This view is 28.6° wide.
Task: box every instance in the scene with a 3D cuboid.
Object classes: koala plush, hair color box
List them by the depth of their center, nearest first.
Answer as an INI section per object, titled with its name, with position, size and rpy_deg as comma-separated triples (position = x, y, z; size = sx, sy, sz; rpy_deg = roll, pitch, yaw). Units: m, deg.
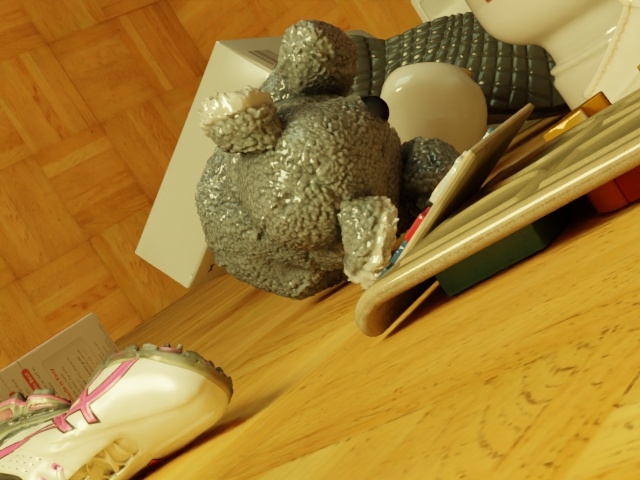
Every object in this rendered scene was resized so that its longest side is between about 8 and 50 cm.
[hair color box]
position = -0.187, 0.124, 0.834
size = 0.053, 0.093, 0.167
rpy_deg = -32, 2, 28
[koala plush]
position = -0.005, -0.043, 0.924
size = 0.203, 0.196, 0.221
rpy_deg = -44, 3, 2

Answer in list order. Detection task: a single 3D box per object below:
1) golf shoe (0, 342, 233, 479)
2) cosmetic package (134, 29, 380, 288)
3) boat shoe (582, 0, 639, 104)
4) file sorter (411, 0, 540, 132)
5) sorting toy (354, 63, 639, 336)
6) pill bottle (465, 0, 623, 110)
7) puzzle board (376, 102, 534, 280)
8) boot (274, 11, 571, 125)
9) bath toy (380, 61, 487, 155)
[golf shoe]
position = -0.121, 0.116, 0.690
size = 0.186, 0.067, 0.086
rpy_deg = -25, 38, 34
[cosmetic package]
position = -0.048, -0.115, 1.582
size = 0.377, 0.097, 0.284
rpy_deg = -20, -43, -61
[boat shoe]
position = 0.238, -0.207, 0.853
size = 0.098, 0.096, 0.277
rpy_deg = -46, -16, -57
[file sorter]
position = 0.288, -0.274, 1.432
size = 0.278, 0.192, 0.173
rpy_deg = -31, 1, 28
[sorting toy]
position = 0.162, -0.056, 0.686
size = 0.229, 0.041, 0.307
rpy_deg = -36, 0, 34
[pill bottle]
position = 0.184, -0.315, 1.051
size = 0.229, 0.407, 0.229
rpy_deg = -32, 2, 1
[puzzle board]
position = 0.073, -0.019, 0.735
size = 0.096, 0.011, 0.128
rpy_deg = -38, -17, -54
[boot]
position = 0.129, -0.139, 1.382
size = 0.338, 0.118, 0.222
rpy_deg = 3, -25, 18
[bath toy]
position = 0.041, -0.065, 1.274
size = 0.151, 0.129, 0.348
rpy_deg = 5, -18, -36
